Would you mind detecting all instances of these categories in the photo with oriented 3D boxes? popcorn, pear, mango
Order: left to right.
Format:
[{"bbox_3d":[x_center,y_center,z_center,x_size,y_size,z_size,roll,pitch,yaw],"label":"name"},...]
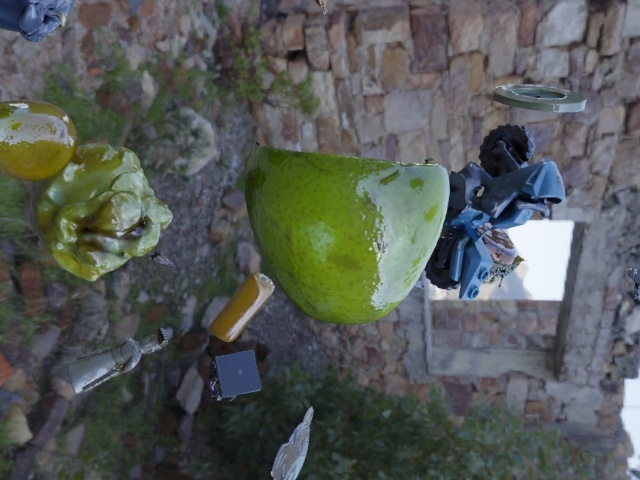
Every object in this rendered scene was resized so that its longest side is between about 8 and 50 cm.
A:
[{"bbox_3d":[-0.452,-0.157,0.929,0.099,0.136,0.227,50,-2,3],"label":"mango"},{"bbox_3d":[-0.424,-0.046,1.154,0.225,0.276,0.277,-14,108,-37],"label":"popcorn"},{"bbox_3d":[0.002,0.001,0.777,0.139,0.287,0.239,-23,120,-62],"label":"pear"}]

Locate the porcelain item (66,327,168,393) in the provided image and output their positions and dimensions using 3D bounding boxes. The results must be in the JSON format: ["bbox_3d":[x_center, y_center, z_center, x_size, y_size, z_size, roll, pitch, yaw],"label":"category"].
[{"bbox_3d":[-0.428,0.250,1.290,0.054,0.213,0.084,86,-22,-63],"label":"porcelain item"}]

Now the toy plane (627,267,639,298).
[{"bbox_3d":[0.732,0.151,1.221,0.326,0.222,0.104,-61,153,-31],"label":"toy plane"}]

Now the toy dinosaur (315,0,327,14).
[{"bbox_3d":[0.000,-0.470,1.151,0.113,0.026,0.041,29,69,-77],"label":"toy dinosaur"}]

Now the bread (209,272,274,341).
[{"bbox_3d":[-0.230,0.204,1.772,0.092,0.239,0.074,25,19,-45],"label":"bread"}]

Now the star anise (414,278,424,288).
[{"bbox_3d":[0.144,0.036,1.378,0.063,0.171,0.208,59,24,-84],"label":"star anise"}]

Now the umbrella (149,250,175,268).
[{"bbox_3d":[-0.330,0.040,1.265,0.083,0.031,0.020,52,13,-55],"label":"umbrella"}]

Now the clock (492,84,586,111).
[{"bbox_3d":[0.565,-0.368,1.564,0.235,0.234,0.029,-62,157,-63],"label":"clock"}]

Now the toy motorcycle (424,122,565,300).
[{"bbox_3d":[0.386,-0.050,1.348,0.172,0.232,0.416,12,110,-45],"label":"toy motorcycle"}]

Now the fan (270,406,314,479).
[{"bbox_3d":[-0.052,0.394,0.997,0.152,0.008,0.227,-43,144,-58],"label":"fan"}]

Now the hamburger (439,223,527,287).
[{"bbox_3d":[0.406,0.021,1.589,0.261,0.243,0.139,3,131,-48],"label":"hamburger"}]

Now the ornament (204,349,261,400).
[{"bbox_3d":[-0.185,0.285,1.224,0.203,0.081,0.088,128,-48,-60],"label":"ornament"}]

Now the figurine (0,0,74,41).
[{"bbox_3d":[-0.386,-0.328,0.702,0.265,0.175,0.197,-80,171,-55],"label":"figurine"}]
